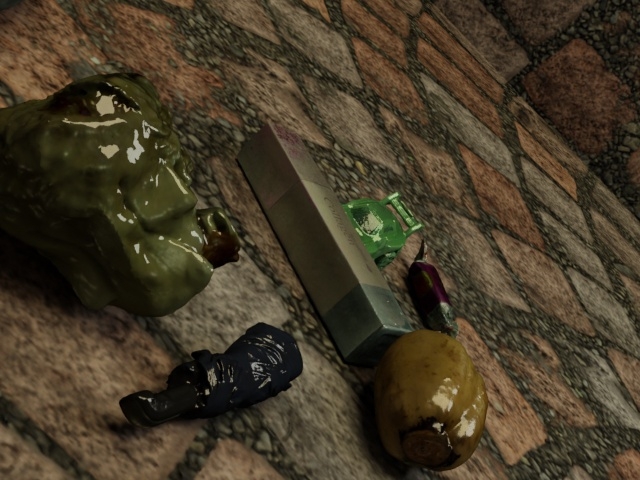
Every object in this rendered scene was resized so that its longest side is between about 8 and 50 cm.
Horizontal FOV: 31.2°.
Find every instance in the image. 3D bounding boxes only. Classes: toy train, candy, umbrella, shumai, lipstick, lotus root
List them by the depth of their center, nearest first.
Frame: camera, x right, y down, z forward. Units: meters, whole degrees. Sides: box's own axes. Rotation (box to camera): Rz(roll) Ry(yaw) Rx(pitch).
[{"bbox_3d":[-0.190,-0.031,0.978,0.218,0.189,0.256,62,5,-9],"label":"shumai"},{"bbox_3d":[-0.095,0.125,0.993,0.071,0.071,0.248,51,27,11],"label":"umbrella"},{"bbox_3d":[0.117,0.162,1.215,0.221,0.118,0.125,-73,149,-67],"label":"lotus root"},{"bbox_3d":[0.000,0.000,1.336,0.066,0.068,0.317,16,37,-50],"label":"lipstick"},{"bbox_3d":[0.058,-0.016,1.443,0.099,0.081,0.149,55,24,17],"label":"toy train"},{"bbox_3d":[0.145,0.067,1.504,0.043,0.045,0.175,23,33,-34],"label":"candy"}]

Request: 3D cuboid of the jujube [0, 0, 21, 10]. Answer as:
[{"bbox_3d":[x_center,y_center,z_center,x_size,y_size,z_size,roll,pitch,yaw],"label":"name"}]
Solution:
[{"bbox_3d":[-0.337,-0.359,1.175,0.226,0.226,0.317,42,29,-10],"label":"jujube"}]
